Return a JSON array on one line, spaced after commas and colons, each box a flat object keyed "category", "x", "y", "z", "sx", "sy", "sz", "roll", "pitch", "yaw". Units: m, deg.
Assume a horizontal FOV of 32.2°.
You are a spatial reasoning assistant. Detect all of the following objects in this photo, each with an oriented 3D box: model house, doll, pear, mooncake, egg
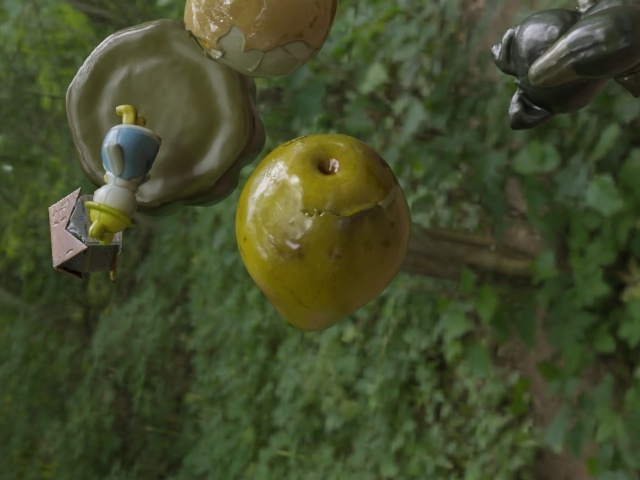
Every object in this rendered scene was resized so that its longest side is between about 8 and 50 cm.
[{"category": "model house", "x": -0.491, "y": -0.039, "z": 2.290, "sx": 0.207, "sy": 0.136, "sz": 0.219, "roll": 115, "pitch": 146, "yaw": -53}, {"category": "doll", "x": -0.338, "y": -0.108, "z": 1.894, "sx": 0.135, "sy": 0.099, "sz": 0.241, "roll": 149, "pitch": 139, "yaw": -70}, {"category": "pear", "x": 0.009, "y": -0.010, "z": 1.720, "sx": 0.336, "sy": 0.285, "sz": 0.285, "roll": 67, "pitch": -146, "yaw": -66}, {"category": "doll", "x": 0.505, "y": -0.392, "z": 2.249, "sx": 0.379, "sy": 0.382, "sz": 0.252, "roll": 7, "pitch": -119, "yaw": -63}, {"category": "mooncake", "x": -0.290, "y": -0.228, "z": 2.144, "sx": 0.201, "sy": 0.378, "sz": 0.378, "roll": 23, "pitch": -103, "yaw": -80}, {"category": "egg", "x": -0.074, "y": -0.337, "z": 1.545, "sx": 0.244, "sy": 0.201, "sz": 0.201, "roll": -63, "pitch": -12, "yaw": -8}]
